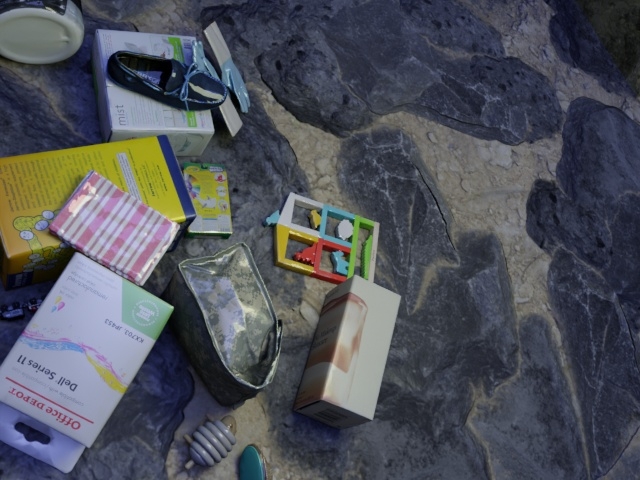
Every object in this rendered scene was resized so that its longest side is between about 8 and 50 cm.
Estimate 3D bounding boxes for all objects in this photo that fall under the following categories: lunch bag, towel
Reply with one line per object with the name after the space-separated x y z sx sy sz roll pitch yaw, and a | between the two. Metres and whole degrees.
-0.185 0.182 1.352 0.169 0.235 0.286 -19 78 -28 | lunch bag
-0.373 -0.023 1.248 0.197 0.029 0.144 34 62 -13 | towel

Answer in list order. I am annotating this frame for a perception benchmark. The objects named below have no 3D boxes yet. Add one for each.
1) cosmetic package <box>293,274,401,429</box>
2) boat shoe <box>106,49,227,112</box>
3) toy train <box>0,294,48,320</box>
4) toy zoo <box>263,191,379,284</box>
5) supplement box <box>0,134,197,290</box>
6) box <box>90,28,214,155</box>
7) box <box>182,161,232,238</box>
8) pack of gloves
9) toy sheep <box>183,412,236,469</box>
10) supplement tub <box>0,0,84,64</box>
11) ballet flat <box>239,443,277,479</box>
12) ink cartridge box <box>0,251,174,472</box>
0.060 0.245 1.496 0.129 0.153 0.296 27 57 -14 | cosmetic package
-0.322 -0.337 1.454 0.259 0.089 0.108 5 79 -21 | boat shoe
-0.542 0.126 1.328 0.158 0.027 0.036 -14 78 -30 | toy train
0.000 0.000 1.650 0.293 0.030 0.192 18 61 -18 | toy zoo
-0.461 -0.058 1.352 0.357 0.194 0.195 -15 75 -30 | supplement box
-0.387 -0.334 1.554 0.231 0.127 0.261 -5 70 -27 | box
-0.263 -0.093 1.557 0.105 0.043 0.179 2 69 -25 | box
-0.247 -0.383 1.627 0.195 0.046 0.232 -70 141 -55 | pack of gloves
-0.216 0.396 1.334 0.091 0.091 0.132 46 70 -1 | toy sheep
-0.639 -0.579 1.495 0.207 0.207 0.337 -2 68 -27 | supplement tub
-0.115 0.509 1.351 0.067 0.073 0.206 17 60 -50 | ballet flat
-0.442 0.225 1.221 0.207 0.119 0.353 31 76 -10 | ink cartridge box
